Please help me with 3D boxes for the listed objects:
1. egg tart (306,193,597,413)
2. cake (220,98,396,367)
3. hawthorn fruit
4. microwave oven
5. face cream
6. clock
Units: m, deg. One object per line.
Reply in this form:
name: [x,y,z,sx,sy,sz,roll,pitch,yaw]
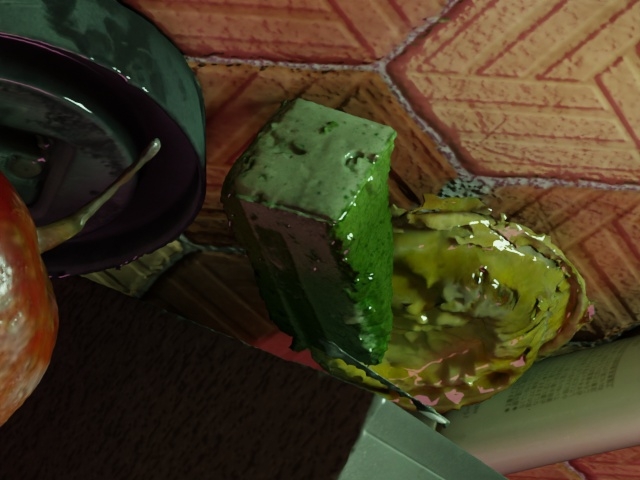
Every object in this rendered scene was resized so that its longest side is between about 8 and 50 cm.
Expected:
egg tart: [0.084,0.062,1.315,0.279,0.095,0.279,3,150,2]
cake: [0.008,0.000,1.186,0.100,0.099,0.235,19,154,21]
hawthorn fruit: [-0.279,0.042,1.046,0.263,0.235,0.231,2,180,30]
microwave oven: [-0.103,0.244,1.245,0.432,0.374,0.236,16,167,47]
face cream: [0.204,0.144,1.396,0.349,0.081,0.173,-18,-172,30]
clock: [-0.236,-0.075,1.141,0.319,0.066,0.319,2,148,1]
